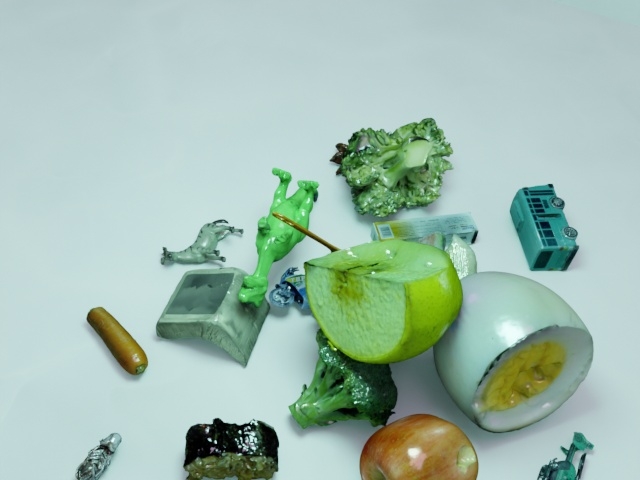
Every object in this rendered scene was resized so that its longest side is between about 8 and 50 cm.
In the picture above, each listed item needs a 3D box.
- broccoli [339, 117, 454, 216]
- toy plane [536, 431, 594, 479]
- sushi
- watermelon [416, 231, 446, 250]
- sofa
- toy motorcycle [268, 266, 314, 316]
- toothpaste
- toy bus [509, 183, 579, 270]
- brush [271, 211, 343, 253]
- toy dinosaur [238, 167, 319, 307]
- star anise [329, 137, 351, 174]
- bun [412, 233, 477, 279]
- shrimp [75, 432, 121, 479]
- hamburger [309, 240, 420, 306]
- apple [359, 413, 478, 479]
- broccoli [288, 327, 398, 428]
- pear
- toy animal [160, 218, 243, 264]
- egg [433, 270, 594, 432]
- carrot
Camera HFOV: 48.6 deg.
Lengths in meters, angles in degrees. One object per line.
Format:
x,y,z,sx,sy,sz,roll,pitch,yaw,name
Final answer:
0.228,-0.217,2.128,0.338,0.317,0.277,-10,90,15,broccoli
0.572,0.542,1.659,0.096,0.060,0.235,30,56,9,toy plane
-0.195,0.467,1.574,0.212,0.147,0.115,6,44,-12,sushi
0.285,0.042,1.890,0.094,0.180,0.081,40,32,1,watermelon
-0.278,0.194,1.844,0.225,0.176,0.210,-6,43,26,sofa
-0.022,0.130,1.924,0.254,0.092,0.136,1,40,-18,toy motorcycle
0.310,-0.023,2.106,0.312,0.071,0.089,-7,48,-12,toothpaste
0.663,-0.042,2.126,0.146,0.128,0.256,-2,52,-7,toy bus
0.000,0.000,1.740,0.090,0.314,0.017,9,72,54,brush
-0.082,0.005,1.937,0.143,0.500,0.375,14,86,14,toy dinosaur
0.147,-0.259,2.291,0.233,0.073,0.177,7,57,-14,star anise
0.332,0.080,1.982,0.212,0.126,0.204,18,75,16,bun
-0.499,0.496,1.565,0.056,0.065,0.165,37,51,-6,shrimp
0.162,0.163,1.836,0.329,0.209,0.162,-33,24,-15,hamburger
0.221,0.488,1.547,0.241,0.242,0.242,-23,56,-32,apple
0.041,0.339,1.682,0.268,0.254,0.269,-14,53,19,broccoli
0.178,0.128,1.599,0.317,0.239,0.342,-16,17,-39,pear
-0.335,0.008,2.004,0.175,0.074,0.217,10,43,22,toy animal
0.428,0.233,1.733,0.354,0.355,0.340,-13,38,-17,egg
-0.503,0.253,1.773,0.067,0.067,0.225,-32,59,-29,carrot
